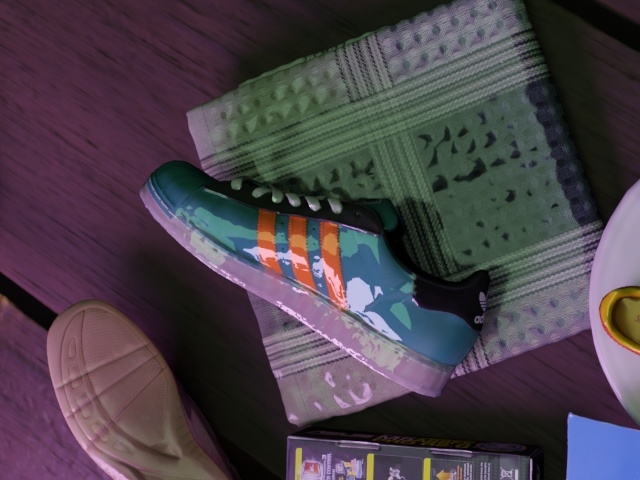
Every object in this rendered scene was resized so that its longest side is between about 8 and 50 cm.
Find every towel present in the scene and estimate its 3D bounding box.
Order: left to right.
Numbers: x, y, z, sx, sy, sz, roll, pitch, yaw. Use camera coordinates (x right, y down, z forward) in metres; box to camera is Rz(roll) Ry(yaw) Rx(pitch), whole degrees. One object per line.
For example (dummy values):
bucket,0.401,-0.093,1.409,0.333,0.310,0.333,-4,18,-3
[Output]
towel,0.068,-0.029,1.177,0.324,0.056,0.312,-20,86,16

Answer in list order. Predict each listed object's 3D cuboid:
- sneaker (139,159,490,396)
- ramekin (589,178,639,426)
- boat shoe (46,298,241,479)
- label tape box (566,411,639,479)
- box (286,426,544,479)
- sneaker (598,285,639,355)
sneaker,0.000,0.000,1.119,0.302,0.108,0.121,31,100,5
ramekin,0.348,0.049,1.030,0.273,0.127,0.273,0,89,20
boat shoe,-0.147,0.182,1.219,0.103,0.092,0.285,-37,81,-9
label tape box,0.329,0.272,0.980,0.334,0.106,0.240,10,135,19
box,0.076,0.303,1.159,0.216,0.060,0.270,1,90,20
sneaker,0.277,0.080,0.952,0.175,0.067,0.064,16,93,17
